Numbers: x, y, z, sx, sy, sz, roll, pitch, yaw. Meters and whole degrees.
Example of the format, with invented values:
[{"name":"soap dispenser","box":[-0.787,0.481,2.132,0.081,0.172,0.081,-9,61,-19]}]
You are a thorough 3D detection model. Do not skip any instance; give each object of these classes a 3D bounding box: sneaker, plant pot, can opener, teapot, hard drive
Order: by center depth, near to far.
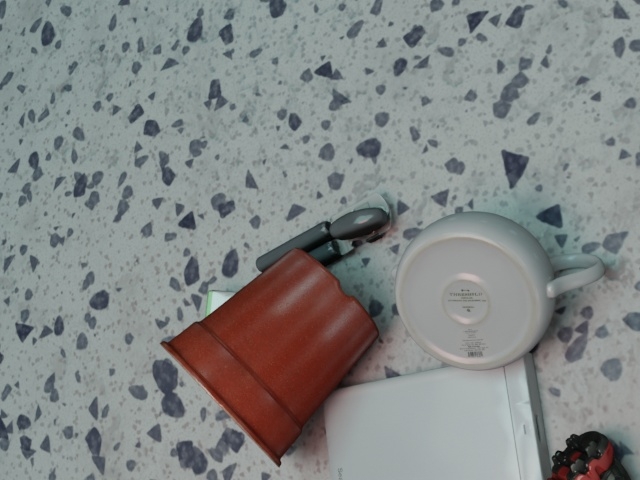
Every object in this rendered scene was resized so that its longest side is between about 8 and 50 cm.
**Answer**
[{"name":"sneaker","box":[0.329,0.400,1.470,0.135,0.097,0.276,45,84,-9]},{"name":"teapot","box":[0.247,0.060,1.598,0.256,0.187,0.252,39,119,9]},{"name":"hard drive","box":[0.173,0.318,1.650,0.353,0.047,0.233,-16,69,29]},{"name":"plant pot","box":[-0.067,0.170,1.703,0.265,0.272,0.272,-44,56,-10]},{"name":"can opener","box":[0.000,0.000,1.825,0.280,0.093,0.074,-30,64,28]}]

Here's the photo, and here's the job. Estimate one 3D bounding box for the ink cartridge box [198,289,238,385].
[{"name":"ink cartridge box","box":[-0.088,0.179,1.852,0.235,0.056,0.171,3,79,8]}]
